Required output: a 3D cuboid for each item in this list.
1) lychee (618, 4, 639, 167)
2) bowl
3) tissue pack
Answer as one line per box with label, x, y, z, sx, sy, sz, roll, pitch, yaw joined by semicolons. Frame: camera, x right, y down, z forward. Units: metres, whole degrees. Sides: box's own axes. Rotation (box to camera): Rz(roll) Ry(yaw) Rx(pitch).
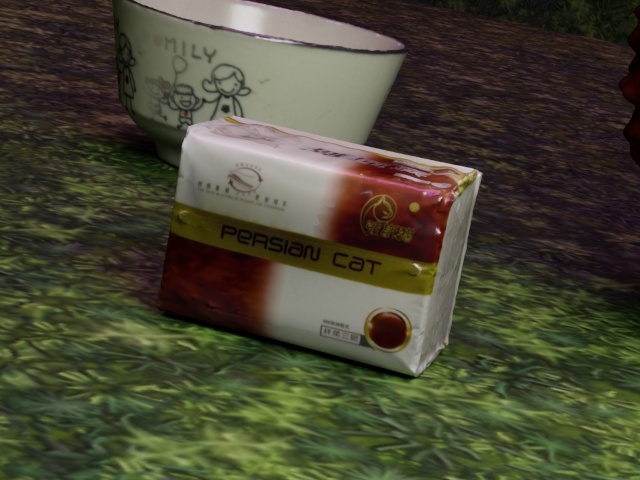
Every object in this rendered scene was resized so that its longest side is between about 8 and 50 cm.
lychee;0.399;-0.102;1.073;0.424;0.425;0.500;7;9;-17
bowl;-0.056;-0.117;1.415;0.237;0.126;0.238;10;12;-2
tissue pack;0.000;0.001;0.977;0.148;0.106;0.099;13;12;13
